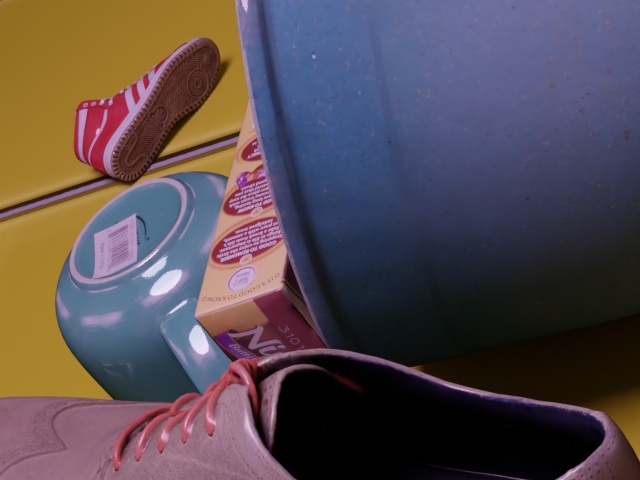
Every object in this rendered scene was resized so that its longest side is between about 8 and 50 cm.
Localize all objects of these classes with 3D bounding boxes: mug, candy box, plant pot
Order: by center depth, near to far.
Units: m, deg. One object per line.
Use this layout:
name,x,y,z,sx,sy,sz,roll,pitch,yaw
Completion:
plant pot,0.125,-0.090,0.684,0.255,0.271,0.271,-8,41,13
candy box,0.000,0.000,0.802,0.053,0.109,0.186,-20,37,24
mug,-0.066,0.027,0.839,0.158,0.097,0.129,5,51,46

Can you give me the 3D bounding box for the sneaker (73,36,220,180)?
sneaker,-0.122,-0.094,1.088,0.067,0.042,0.118,15,61,46

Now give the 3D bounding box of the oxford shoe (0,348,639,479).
oxford shoe,-0.031,0.087,0.637,0.348,0.130,0.123,3,38,23
